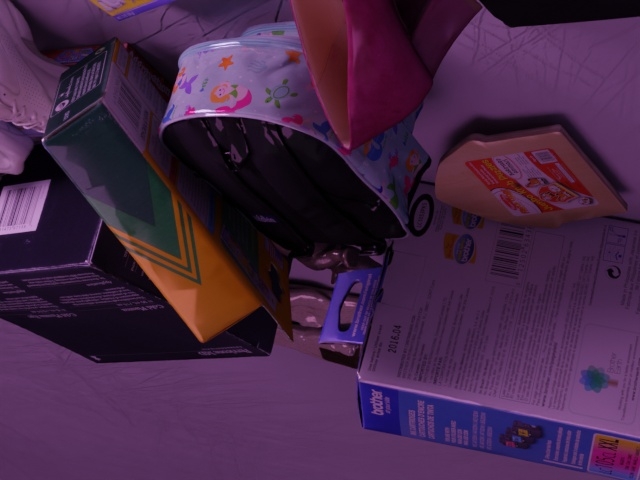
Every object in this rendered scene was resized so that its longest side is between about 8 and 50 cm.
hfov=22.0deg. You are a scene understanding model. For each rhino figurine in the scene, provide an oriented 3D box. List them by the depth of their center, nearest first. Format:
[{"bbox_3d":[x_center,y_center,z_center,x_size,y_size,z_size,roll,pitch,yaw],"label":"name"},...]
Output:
[{"bbox_3d":[0.000,0.000,2.030,0.106,0.073,0.243,1,156,42],"label":"rhino figurine"}]

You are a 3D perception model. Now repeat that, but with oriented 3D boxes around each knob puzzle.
[{"bbox_3d":[0.211,-0.070,1.786,0.213,0.030,0.213,9,153,5],"label":"knob puzzle"}]

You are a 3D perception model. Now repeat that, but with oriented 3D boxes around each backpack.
[{"bbox_3d":[-0.028,-0.112,1.641,0.225,0.191,0.253,0,158,37],"label":"backpack"}]

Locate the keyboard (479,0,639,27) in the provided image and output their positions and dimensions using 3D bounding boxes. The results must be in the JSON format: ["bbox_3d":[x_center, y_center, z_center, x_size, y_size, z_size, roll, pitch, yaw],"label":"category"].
[{"bbox_3d":[0.255,-0.244,1.377,0.317,0.033,0.201,-2,158,32],"label":"keyboard"}]

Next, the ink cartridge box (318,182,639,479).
[{"bbox_3d":[0.199,0.096,1.873,0.395,0.270,0.151,12,151,9],"label":"ink cartridge box"}]

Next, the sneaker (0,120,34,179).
[{"bbox_3d":[-0.435,-0.106,1.978,0.118,0.110,0.292,23,169,-26],"label":"sneaker"}]

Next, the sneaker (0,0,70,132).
[{"bbox_3d":[-0.326,-0.153,1.770,0.090,0.115,0.232,-19,125,45],"label":"sneaker"}]

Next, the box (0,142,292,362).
[{"bbox_3d":[-0.265,0.019,2.074,0.343,0.179,0.312,-5,153,42],"label":"box"}]

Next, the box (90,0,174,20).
[{"bbox_3d":[-0.221,-0.281,1.570,0.105,0.043,0.179,-11,144,45],"label":"box"}]

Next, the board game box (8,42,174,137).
[{"bbox_3d":[-0.292,-0.168,1.887,0.281,0.027,0.145,-1,154,32],"label":"board game box"}]

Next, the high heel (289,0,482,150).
[{"bbox_3d":[-0.022,-0.216,1.392,0.377,0.181,0.127,33,-171,-38],"label":"high heel"}]

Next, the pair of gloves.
[{"bbox_3d":[0.002,0.125,2.351,0.204,0.042,0.240,13,156,6],"label":"pair of gloves"}]

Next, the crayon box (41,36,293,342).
[{"bbox_3d":[-0.153,-0.035,1.713,0.083,0.203,0.323,-33,111,11],"label":"crayon box"}]
